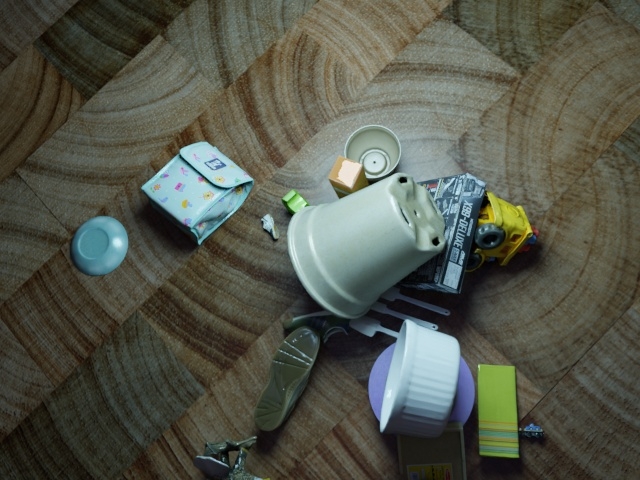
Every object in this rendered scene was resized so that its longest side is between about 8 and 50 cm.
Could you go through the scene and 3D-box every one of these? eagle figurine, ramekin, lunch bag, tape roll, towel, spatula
[{"bbox_3d":[-0.215,0.674,1.543,0.225,0.226,0.298,-2,70,-13],"label":"eagle figurine"},{"bbox_3d":[0.240,0.340,1.419,0.135,0.277,0.277,13,79,4],"label":"ramekin"},{"bbox_3d":[-0.360,-0.158,1.777,0.223,0.160,0.262,38,74,18],"label":"lunch bag"},{"bbox_3d":[0.269,0.399,1.582,0.275,0.090,0.274,-2,76,8],"label":"tape roll"},{"bbox_3d":[0.467,0.449,1.558,0.102,0.021,0.237,3,67,5],"label":"towel"},{"bbox_3d":[0.216,0.211,1.619,0.242,0.019,0.168,19,55,27],"label":"spatula"}]

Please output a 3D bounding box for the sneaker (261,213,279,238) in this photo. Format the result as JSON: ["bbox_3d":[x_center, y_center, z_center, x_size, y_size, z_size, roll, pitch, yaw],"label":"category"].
[{"bbox_3d":[-0.153,-0.037,1.782,0.037,0.032,0.083,-27,69,16],"label":"sneaker"}]

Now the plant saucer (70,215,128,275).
[{"bbox_3d":[-0.702,0.013,1.847,0.195,0.037,0.194,-2,77,8],"label":"plant saucer"}]

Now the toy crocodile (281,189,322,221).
[{"bbox_3d":[0.000,0.000,1.708,0.115,0.105,0.340,-29,75,1],"label":"toy crocodile"}]

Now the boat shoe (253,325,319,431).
[{"bbox_3d":[-0.086,0.380,1.634,0.109,0.098,0.302,23,85,17],"label":"boat shoe"}]

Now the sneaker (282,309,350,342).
[{"bbox_3d":[-0.008,0.249,1.670,0.192,0.064,0.086,-14,70,2],"label":"sneaker"}]

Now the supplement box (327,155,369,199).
[{"bbox_3d":[0.087,-0.154,1.665,0.080,0.233,0.078,22,81,18],"label":"supplement box"}]

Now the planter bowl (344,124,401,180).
[{"bbox_3d":[0.157,-0.243,1.740,0.162,0.109,0.162,-2,76,9],"label":"planter bowl"}]

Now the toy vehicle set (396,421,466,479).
[{"bbox_3d":[0.286,0.595,1.503,0.166,0.035,0.266,-4,102,7],"label":"toy vehicle set"}]

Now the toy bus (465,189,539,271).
[{"bbox_3d":[0.479,-0.003,1.613,0.212,0.220,0.149,16,40,-17],"label":"toy bus"}]

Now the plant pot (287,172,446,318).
[{"bbox_3d":[0.140,-0.006,1.514,0.305,0.334,0.333,-31,71,35],"label":"plant pot"}]

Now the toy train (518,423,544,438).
[{"bbox_3d":[0.507,0.498,1.556,0.158,0.027,0.036,2,66,10],"label":"toy train"}]

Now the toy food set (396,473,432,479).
[{"bbox_3d":[0.269,0.663,1.487,0.192,0.038,0.132,19,97,7],"label":"toy food set"}]

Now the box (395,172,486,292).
[{"bbox_3d":[0.305,-0.017,1.601,0.077,0.242,0.307,22,78,-26],"label":"box"}]
